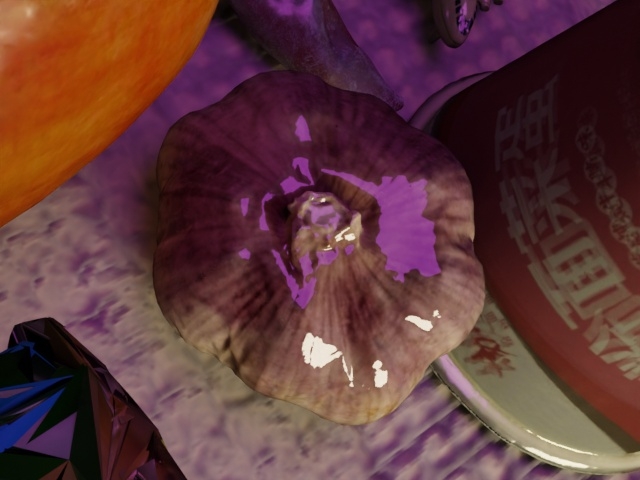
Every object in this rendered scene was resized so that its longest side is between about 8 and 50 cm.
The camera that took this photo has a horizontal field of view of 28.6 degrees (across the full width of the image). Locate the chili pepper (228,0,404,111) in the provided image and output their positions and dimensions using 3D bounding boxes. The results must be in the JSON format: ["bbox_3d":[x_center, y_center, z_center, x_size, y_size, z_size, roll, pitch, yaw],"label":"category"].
[{"bbox_3d":[-0.015,-0.117,0.632,0.050,0.041,0.153,-46,113,-15],"label":"chili pepper"}]

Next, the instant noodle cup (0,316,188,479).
[{"bbox_3d":[-0.118,0.160,0.357,0.178,0.240,0.240,-24,83,-25],"label":"instant noodle cup"}]

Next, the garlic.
[{"bbox_3d":[0.000,0.000,0.545,0.147,0.102,0.159,-26,81,-19],"label":"garlic"}]

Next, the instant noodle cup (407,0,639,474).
[{"bbox_3d":[0.170,-0.020,0.611,0.234,0.178,0.235,12,62,-24],"label":"instant noodle cup"}]

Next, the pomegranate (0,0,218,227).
[{"bbox_3d":[-0.143,-0.121,0.438,0.229,0.252,0.270,47,48,13],"label":"pomegranate"}]

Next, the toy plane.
[{"bbox_3d":[0.072,-0.151,0.695,0.102,0.040,0.111,15,64,-22],"label":"toy plane"}]
